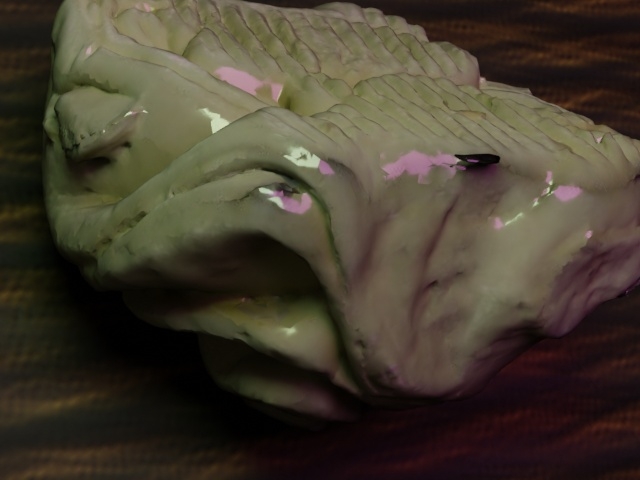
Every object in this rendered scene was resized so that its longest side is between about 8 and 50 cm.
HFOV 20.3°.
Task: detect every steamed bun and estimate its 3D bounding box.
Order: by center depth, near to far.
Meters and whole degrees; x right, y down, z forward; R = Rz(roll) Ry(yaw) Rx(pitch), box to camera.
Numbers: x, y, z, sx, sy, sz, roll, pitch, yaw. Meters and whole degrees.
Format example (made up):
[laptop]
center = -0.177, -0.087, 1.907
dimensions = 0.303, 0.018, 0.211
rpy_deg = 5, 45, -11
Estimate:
[steamed bun]
center = 0.000, 0.000, 1.105
dimensions = 0.394, 0.237, 0.346
rpy_deg = 19, 23, 11
